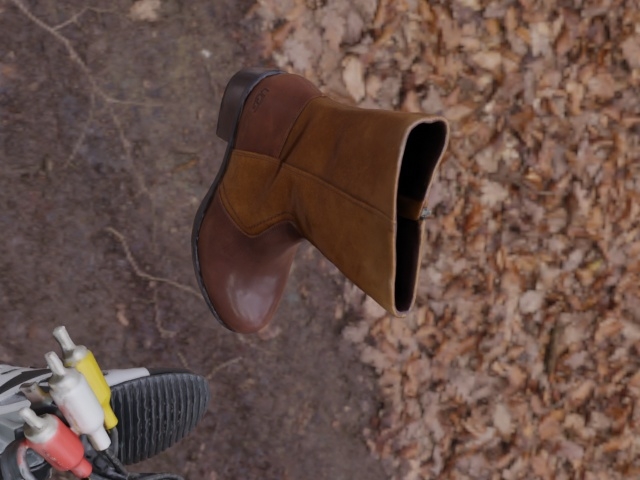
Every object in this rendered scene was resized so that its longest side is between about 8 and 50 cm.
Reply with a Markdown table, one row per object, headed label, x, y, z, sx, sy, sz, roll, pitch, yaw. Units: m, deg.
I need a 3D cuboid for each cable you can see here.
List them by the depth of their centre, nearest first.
| label | x | y | z | sx | sy | sz | roll | pitch | yaw |
| --- | --- | --- | --- | --- | --- | --- | --- | --- | --- |
| cable | -0.197 | 0.220 | 0.872 | 0.287 | 0.072 | 0.139 | 56 | 30 | -33 |

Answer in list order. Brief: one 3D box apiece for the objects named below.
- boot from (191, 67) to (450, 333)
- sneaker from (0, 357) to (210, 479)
| label | x | y | z | sx | sy | sz | roll | pitch | yaw |
| --- | --- | --- | --- | --- | --- | --- | --- | --- | --- |
| boot | 0.000 | 0.000 | 0.772 | 0.096 | 0.280 | 0.264 | 5 | 106 | -35 |
| sneaker | -0.286 | 0.176 | 0.993 | 0.331 | 0.146 | 0.122 | -9 | 123 | -30 |
